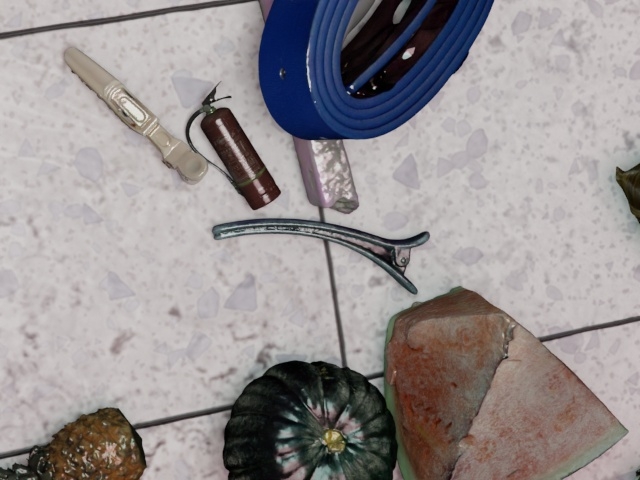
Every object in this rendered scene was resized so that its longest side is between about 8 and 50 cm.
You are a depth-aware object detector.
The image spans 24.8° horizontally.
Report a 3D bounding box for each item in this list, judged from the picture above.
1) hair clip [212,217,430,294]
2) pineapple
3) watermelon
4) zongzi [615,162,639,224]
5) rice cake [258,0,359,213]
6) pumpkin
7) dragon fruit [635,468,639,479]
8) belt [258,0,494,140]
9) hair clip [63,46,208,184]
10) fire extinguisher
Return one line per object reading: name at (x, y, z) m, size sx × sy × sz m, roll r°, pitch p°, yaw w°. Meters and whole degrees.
hair clip at (0.000, 0.000, 1.832) m, size 0.275 × 0.048 × 0.083 m, roll 13°, pitch 95°, yaw -11°
pineapple at (-0.310, 0.274, 1.751) m, size 0.197 × 0.108 × 0.108 m, roll -21°, pitch 102°, yaw -5°
watermelon at (0.236, 0.164, 1.803) m, size 0.250 × 0.292 × 0.283 m, roll -10°, pitch 68°, yaw -40°
zongzi at (0.554, -0.034, 1.934) m, size 0.286 × 0.134 × 0.288 m, roll -32°, pitch 117°, yaw -13°
rice cake at (-0.024, -0.197, 1.785) m, size 0.056 × 0.072 × 0.365 m, roll -17°, pitch 103°, yaw -14°
pumpkin at (-0.012, 0.252, 1.786) m, size 0.220 × 0.162 × 0.221 m, roll 7°, pitch 73°, yaw -23°
dragon fruit at (0.520, 0.365, 1.957) m, size 0.235 × 0.137 × 0.135 m, roll 8°, pitch 103°, yaw -7°
belt at (0.068, -0.271, 1.730) m, size 0.212 × 0.117 × 0.347 m, roll 46°, pitch 69°, yaw -26°
hair clip at (-0.218, -0.148, 1.737) m, size 0.226 × 0.072 × 0.034 m, roll 45°, pitch 82°, yaw -14°
fire extinguisher at (-0.113, -0.110, 1.785) m, size 0.078 × 0.045 × 0.157 m, roll -28°, pitch 105°, yaw 13°
